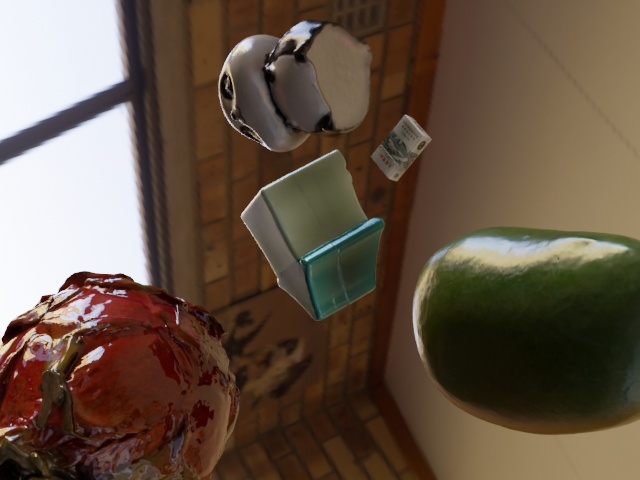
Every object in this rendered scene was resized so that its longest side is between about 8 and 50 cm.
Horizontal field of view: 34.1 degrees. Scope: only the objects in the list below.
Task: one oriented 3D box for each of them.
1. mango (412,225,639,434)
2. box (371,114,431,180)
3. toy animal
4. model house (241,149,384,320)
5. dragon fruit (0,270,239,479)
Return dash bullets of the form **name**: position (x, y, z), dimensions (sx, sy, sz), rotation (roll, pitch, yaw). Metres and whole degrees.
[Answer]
- **mango**: position (0.158, 0.058, 0.706), dimensions (0.251, 0.114, 0.156), rotation (-17, -80, 57)
- **box**: position (0.118, -0.135, 1.529), dimensions (0.083, 0.024, 0.054), rotation (-51, -127, 20)
- **toy animal**: position (-0.051, -0.236, 1.614), dimensions (0.235, 0.165, 0.187), rotation (-8, -65, 35)
- **model house**: position (0.000, 0.000, 1.100), dimensions (0.149, 0.100, 0.127), rotation (62, -18, 3)
- **dragon fruit**: position (-0.226, 0.175, 1.120), dimensions (0.342, 0.277, 0.277), rotation (-78, 164, -56)
